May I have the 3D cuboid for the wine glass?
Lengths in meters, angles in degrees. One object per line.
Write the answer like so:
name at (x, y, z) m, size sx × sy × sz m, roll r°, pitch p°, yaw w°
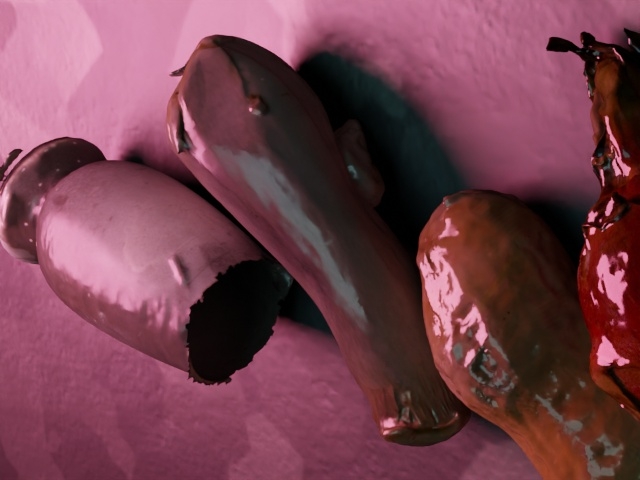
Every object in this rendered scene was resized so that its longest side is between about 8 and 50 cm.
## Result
wine glass at (-0.120, 0.009, 0.926) m, size 0.204 × 0.111 × 0.111 m, roll 28°, pitch 122°, yaw 35°

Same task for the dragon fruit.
dragon fruit at (0.174, -0.002, 0.677) m, size 0.125 × 0.125 × 0.246 m, roll -49°, pitch 54°, yaw 54°

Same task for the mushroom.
mushroom at (0.001, -0.002, 0.832) m, size 0.278 × 0.099 × 0.096 m, roll 55°, pitch 138°, yaw 7°

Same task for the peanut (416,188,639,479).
peanut at (0.122, 0.067, 0.757) m, size 0.214 × 0.099 × 0.099 m, roll 50°, pitch 131°, yaw 9°
